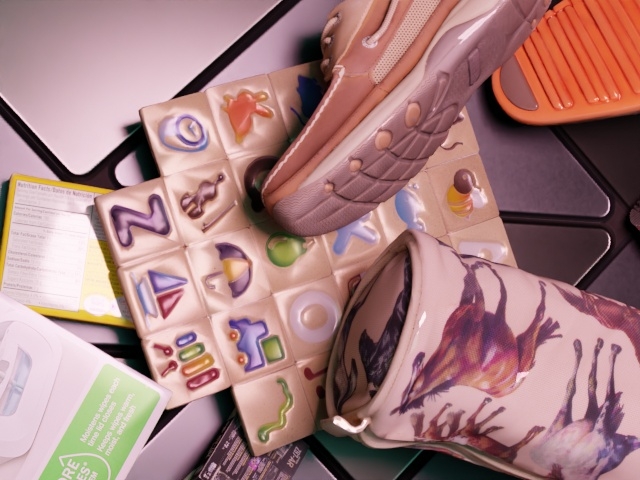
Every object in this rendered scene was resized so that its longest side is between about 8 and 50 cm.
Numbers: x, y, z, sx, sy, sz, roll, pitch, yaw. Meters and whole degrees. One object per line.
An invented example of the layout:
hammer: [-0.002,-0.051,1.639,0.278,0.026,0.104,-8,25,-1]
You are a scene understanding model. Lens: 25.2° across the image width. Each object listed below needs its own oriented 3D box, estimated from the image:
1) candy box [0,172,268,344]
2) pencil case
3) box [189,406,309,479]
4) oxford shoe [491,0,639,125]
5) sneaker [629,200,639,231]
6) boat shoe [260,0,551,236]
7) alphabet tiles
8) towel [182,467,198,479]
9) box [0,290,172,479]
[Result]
candy box: [-0.146,0.017,1.113,0.206,0.027,0.105,10,77,-18]
pencil case: [0.195,0.130,1.130,0.410,0.160,0.183,20,62,-22]
box: [-0.054,0.174,1.117,0.067,0.018,0.083,40,52,-11]
oxford shoe: [0.326,-0.166,1.248,0.364,0.132,0.130,-18,67,0]
sneaker: [0.349,-0.033,1.283,0.161,0.057,0.075,-36,113,-20]
boat shoe: [0.056,-0.138,1.146,0.116,0.123,0.324,35,70,21]
alphabet tiles: [0.000,0.000,1.154,0.343,0.011,0.285,-19,90,-27]
towel: [-0.142,0.366,1.070,0.325,0.038,0.248,-37,95,-19]
box: [-0.252,0.100,0.944,0.231,0.262,0.126,32,74,-12]
